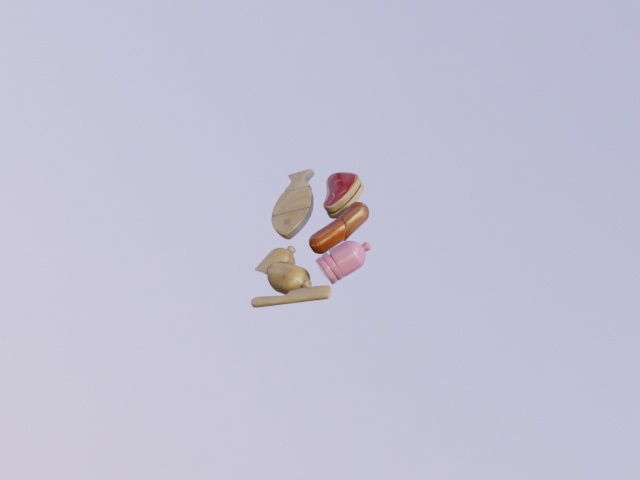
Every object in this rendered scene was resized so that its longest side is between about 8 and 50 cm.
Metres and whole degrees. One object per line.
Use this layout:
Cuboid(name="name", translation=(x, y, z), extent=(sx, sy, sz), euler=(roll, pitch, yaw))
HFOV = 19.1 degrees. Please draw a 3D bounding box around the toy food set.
Cuboid(name="toy food set", translation=(0.000, 0.000, 1.205), extent=(0.078, 0.122, 0.019), euler=(-8, -48, 28))
